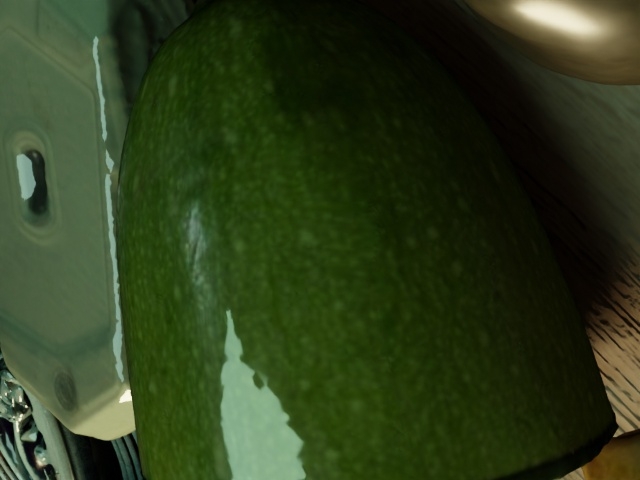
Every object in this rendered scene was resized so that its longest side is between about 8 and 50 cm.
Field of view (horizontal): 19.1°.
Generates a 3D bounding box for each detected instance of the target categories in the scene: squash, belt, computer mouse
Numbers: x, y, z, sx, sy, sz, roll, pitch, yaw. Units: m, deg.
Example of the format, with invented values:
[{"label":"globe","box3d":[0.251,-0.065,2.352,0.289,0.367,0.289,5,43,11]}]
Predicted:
[{"label":"squash","box3d":[0.016,-0.013,1.176,0.310,0.310,0.309,3,103,42]},{"label":"belt","box3d":[-0.192,0.158,1.563,0.206,0.116,0.267,-12,110,41]},{"label":"computer mouse","box3d":[-0.156,-0.070,1.372,0.228,0.145,0.429,9,109,48]}]

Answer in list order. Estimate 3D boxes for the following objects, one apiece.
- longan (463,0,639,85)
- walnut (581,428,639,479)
[{"label":"longan","box3d":[0.154,-0.180,0.927,0.248,0.248,0.248,23,129,31]},{"label":"walnut","box3d":[0.255,0.200,1.177,0.245,0.137,0.137,45,138,6]}]
